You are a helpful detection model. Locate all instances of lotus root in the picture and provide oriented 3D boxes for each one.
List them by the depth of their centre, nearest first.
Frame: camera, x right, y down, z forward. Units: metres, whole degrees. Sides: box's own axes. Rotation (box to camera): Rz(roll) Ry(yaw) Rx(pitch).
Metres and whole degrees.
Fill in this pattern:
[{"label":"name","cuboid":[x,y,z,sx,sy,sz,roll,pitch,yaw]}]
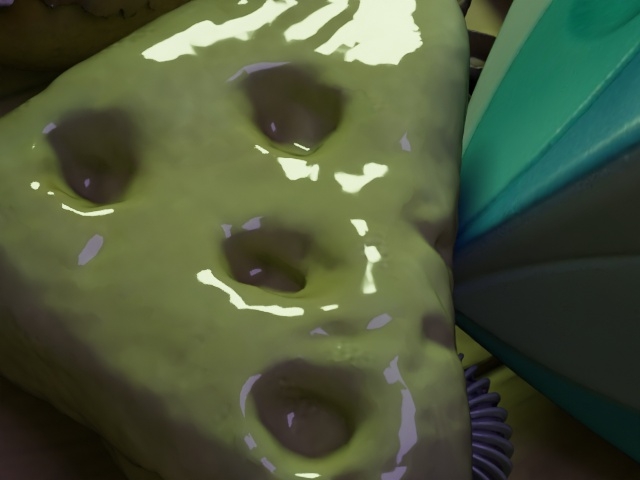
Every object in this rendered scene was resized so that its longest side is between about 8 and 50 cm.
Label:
[{"label":"lotus root","cuboid":[-0.115,-0.186,1.157,0.303,0.131,0.146,-29,101,-34]}]

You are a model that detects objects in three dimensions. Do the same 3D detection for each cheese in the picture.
[{"label":"cheese","cuboid":[0.000,0.000,1.009,0.351,0.129,0.328,36,65,24]}]

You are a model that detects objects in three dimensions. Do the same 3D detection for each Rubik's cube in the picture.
[{"label":"Rubik's cube","cuboid":[0.309,-0.059,1.096,0.352,0.351,0.347,37,51,-20]}]

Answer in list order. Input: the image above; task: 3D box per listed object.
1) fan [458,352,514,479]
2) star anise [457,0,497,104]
[{"label":"fan","cuboid":[0.050,0.167,1.040,0.130,0.074,0.244,-3,65,-15]},{"label":"star anise","cuboid":[0.050,-0.097,1.213,0.197,0.073,0.212,44,53,10]}]
